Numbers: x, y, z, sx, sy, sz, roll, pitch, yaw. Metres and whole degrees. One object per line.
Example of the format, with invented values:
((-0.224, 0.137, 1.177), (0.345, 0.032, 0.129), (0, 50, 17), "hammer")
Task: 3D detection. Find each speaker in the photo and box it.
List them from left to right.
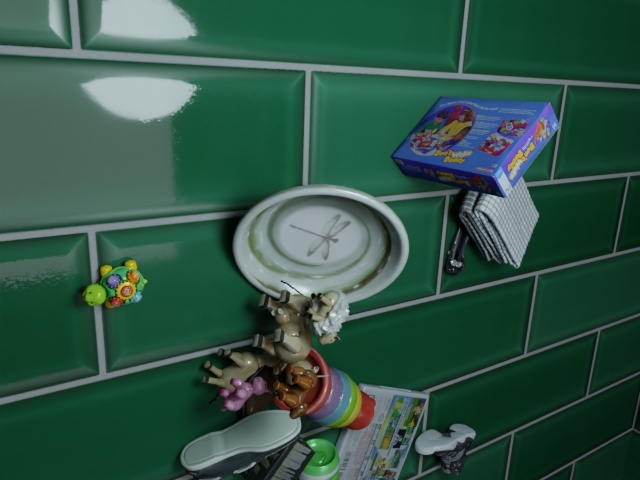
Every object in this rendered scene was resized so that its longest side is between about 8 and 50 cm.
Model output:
((-0.008, 0.707, 1.537), (0.131, 0.131, 0.296), (-15, 119, -30), "speaker")

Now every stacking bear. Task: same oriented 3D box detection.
((0.041, 0.434, 1.489), (0.289, 0.164, 0.175), (38, 82, -40), "stacking bear")

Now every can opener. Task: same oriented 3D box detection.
((0.426, 0.018, 1.686), (0.059, 0.073, 0.186), (11, 96, 3), "can opener")

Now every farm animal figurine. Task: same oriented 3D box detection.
((-0.089, 0.263, 1.272), (0.172, 0.330, 0.326), (35, 67, -41), "farm animal figurine")

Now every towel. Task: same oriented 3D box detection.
((0.540, -0.088, 1.658), (0.283, 0.121, 0.235), (49, 59, -34), "towel")

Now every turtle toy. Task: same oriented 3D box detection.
((-0.420, 0.099, 1.122), (0.130, 0.066, 0.095), (-13, 111, -31), "turtle toy")

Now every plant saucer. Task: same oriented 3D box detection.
((0.000, 0.000, 1.272), (0.401, 0.100, 0.400), (0, 137, 0), "plant saucer")

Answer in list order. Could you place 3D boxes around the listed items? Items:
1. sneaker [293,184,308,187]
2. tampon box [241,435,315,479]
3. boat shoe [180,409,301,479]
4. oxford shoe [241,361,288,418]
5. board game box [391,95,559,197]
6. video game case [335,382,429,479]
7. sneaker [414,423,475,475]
((0.019, -0.073, 1.343), (0.268, 0.106, 0.101), (4, 103, -34), "sneaker")
((-0.118, 0.575, 1.439), (0.161, 0.120, 0.101), (-53, 125, -10), "tampon box")
((-0.186, 0.507, 1.349), (0.303, 0.114, 0.091), (-15, 125, 2), "boat shoe")
((-0.127, 0.367, 1.386), (0.083, 0.096, 0.227), (26, 92, -41), "oxford shoe")
((0.376, -0.248, 1.379), (0.233, 0.347, 0.078), (-50, 126, -11), "board game box")
((0.177, 0.614, 1.705), (0.300, 0.036, 0.328), (19, 93, -36), "video game case")
((0.420, 0.726, 1.860), (0.269, 0.101, 0.153), (0, 102, -37), "sneaker")
